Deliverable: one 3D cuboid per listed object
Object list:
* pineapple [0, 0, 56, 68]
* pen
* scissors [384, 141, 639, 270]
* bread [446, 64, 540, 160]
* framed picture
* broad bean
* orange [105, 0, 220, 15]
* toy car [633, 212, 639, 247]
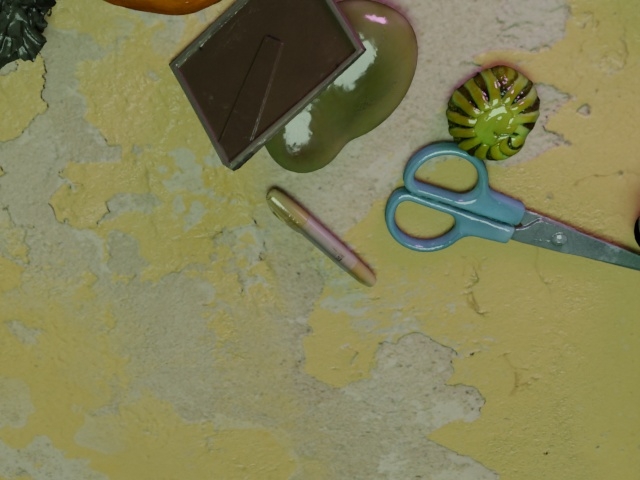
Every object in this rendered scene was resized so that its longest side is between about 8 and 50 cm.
[{"bbox_3d":[-0.398,-0.343,1.766,0.128,0.128,0.248,10,128,-7],"label":"pineapple"},{"bbox_3d":[0.000,0.000,2.062,0.040,0.032,0.233,-21,127,43],"label":"pen"},{"bbox_3d":[0.321,-0.016,2.048,0.447,0.029,0.193,17,124,-11],"label":"scissors"},{"bbox_3d":[0.244,-0.174,1.912,0.130,0.071,0.139,38,117,-19],"label":"bread"},{"bbox_3d":[-0.076,-0.242,1.815,0.260,0.189,0.023,-40,159,24],"label":"framed picture"},{"bbox_3d":[0.014,-0.220,1.867,0.189,0.121,0.263,41,102,-19],"label":"broad bean"},{"bbox_3d":[-0.192,-0.412,1.646,0.283,0.226,0.284,-2,125,-3],"label":"orange"},{"bbox_3d":[0.588,0.007,1.970,0.255,0.188,0.190,31,112,-17],"label":"toy car"}]
